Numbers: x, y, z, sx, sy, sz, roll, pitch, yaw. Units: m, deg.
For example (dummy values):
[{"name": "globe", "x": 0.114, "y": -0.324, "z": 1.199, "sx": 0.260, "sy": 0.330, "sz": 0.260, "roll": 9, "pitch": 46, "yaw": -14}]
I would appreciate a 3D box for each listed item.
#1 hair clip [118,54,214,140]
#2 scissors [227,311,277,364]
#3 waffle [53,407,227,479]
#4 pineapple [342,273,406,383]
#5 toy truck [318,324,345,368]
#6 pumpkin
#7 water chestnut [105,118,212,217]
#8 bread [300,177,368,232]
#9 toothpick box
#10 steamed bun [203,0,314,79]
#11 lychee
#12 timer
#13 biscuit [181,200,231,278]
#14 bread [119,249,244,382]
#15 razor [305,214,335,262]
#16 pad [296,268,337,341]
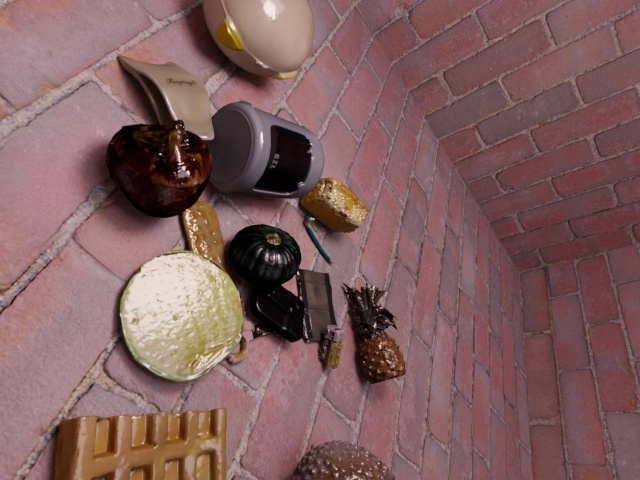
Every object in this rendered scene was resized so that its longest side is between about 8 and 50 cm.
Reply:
[{"name": "hair clip", "x": -0.376, "y": -0.369, "z": 1.117, "sx": 0.172, "sy": 0.113, "sz": 0.282, "roll": -21, "pitch": 90, "yaw": -54}, {"name": "scissors", "x": -0.185, "y": 0.238, "z": 1.139, "sx": 0.317, "sy": 0.024, "sz": 0.160, "roll": 9, "pitch": 66, "yaw": -51}, {"name": "waffle", "x": -0.318, "y": 0.479, "z": 0.805, "sx": 0.348, "sy": 0.077, "sz": 0.304, "roll": 17, "pitch": 61, "yaw": -47}, {"name": "pineapple", "x": 0.187, "y": 0.296, "z": 1.479, "sx": 0.165, "sy": 0.165, "sz": 0.365, "roll": 7, "pitch": 67, "yaw": -51}, {"name": "toy truck", "x": 0.038, "y": 0.328, "z": 1.328, "sx": 0.052, "sy": 0.062, "sz": 0.123, "roll": 10, "pitch": 92, "yaw": -50}, {"name": "pumpkin", "x": -0.147, "y": 0.036, "z": 1.161, "sx": 0.202, "sy": 0.140, "sz": 0.202, "roll": 17, "pitch": 33, "yaw": -11}, {"name": "water chestnut", "x": -0.350, "y": -0.175, "z": 0.959, "sx": 0.223, "sy": 0.238, "sz": 0.224, "roll": 16, "pitch": 38, "yaw": -13}, {"name": "bread", "x": 0.048, "y": -0.120, "z": 1.502, "sx": 0.245, "sy": 0.174, "sz": 0.121, "roll": 33, "pitch": 69, "yaw": -37}, {"name": "toothpick box", "x": -0.149, "y": -0.248, "z": 1.266, "sx": 0.354, "sy": 0.263, "sz": 0.263, "roll": 2, "pitch": 72, "yaw": -53}, {"name": "steamed bun", "x": -0.188, "y": -0.694, "z": 1.356, "sx": 0.374, "sy": 0.333, "sz": 0.334, "roll": 16, "pitch": 60, "yaw": -49}, {"name": "lychee", "x": 0.044, "y": 0.640, "z": 1.026, "sx": 0.300, "sy": 0.300, "sz": 0.300, "roll": 27, "pitch": 53, "yaw": -43}, {"name": "timer", "x": -0.114, "y": 0.185, "z": 1.211, "sx": 0.187, "sy": 0.055, "sz": 0.144, "roll": 44, "pitch": 32, "yaw": -30}, {"name": "biscuit", "x": -0.291, "y": 0.012, "z": 1.109, "sx": 0.118, "sy": 0.029, "sz": 0.247, "roll": -6, "pitch": 78, "yaw": -54}, {"name": "bread", "x": -0.310, "y": 0.164, "z": 0.976, "sx": 0.301, "sy": 0.045, "sz": 0.301, "roll": 20, "pitch": 58, "yaw": -37}, {"name": "razor", "x": -0.004, "y": 0.002, "z": 1.483, "sx": 0.191, "sy": 0.037, "sz": 0.068, "roll": 62, "pitch": -5, "yaw": -17}, {"name": "pad", "x": -0.007, "y": 0.209, "z": 1.388, "sx": 0.174, "sy": 0.022, "sz": 0.233, "roll": 15, "pitch": 61, "yaw": -49}]
